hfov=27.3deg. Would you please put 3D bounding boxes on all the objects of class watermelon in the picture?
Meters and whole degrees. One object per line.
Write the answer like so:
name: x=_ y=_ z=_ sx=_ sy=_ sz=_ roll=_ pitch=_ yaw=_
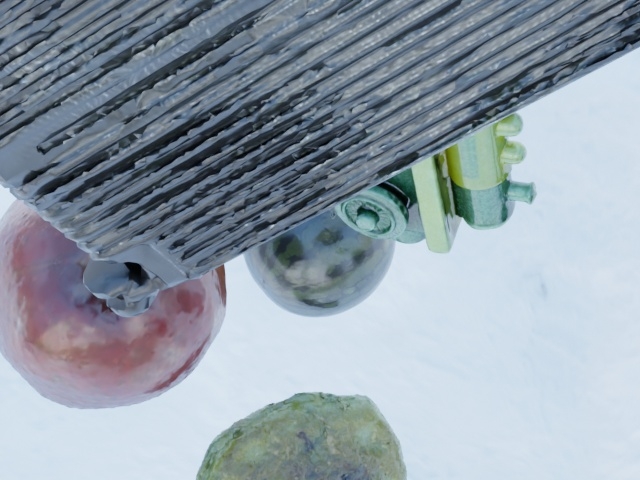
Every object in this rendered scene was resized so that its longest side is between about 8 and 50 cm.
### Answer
watermelon: x=0.000 y=0.000 z=1.807 sx=0.212 sy=0.212 sz=0.212 roll=-2 pitch=78 yaw=11

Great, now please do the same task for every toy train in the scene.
toy train: x=0.116 y=-0.126 z=1.336 sx=0.237 sy=0.369 sz=0.150 roll=8 pitch=52 yaw=21

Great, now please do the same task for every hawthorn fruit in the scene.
hawthorn fruit: x=-0.239 y=0.045 z=1.457 sx=0.285 sy=0.369 sz=0.284 roll=1 pitch=85 yaw=-8

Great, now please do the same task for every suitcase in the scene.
suitcase: x=-0.009 y=-0.142 z=0.466 sx=0.335 sy=0.229 sz=0.152 roll=-28 pitch=48 yaw=16

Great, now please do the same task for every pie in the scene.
pie: x=-0.021 y=0.355 z=1.799 sx=0.323 sy=0.070 sz=0.323 roll=-5 pitch=101 yaw=-27
